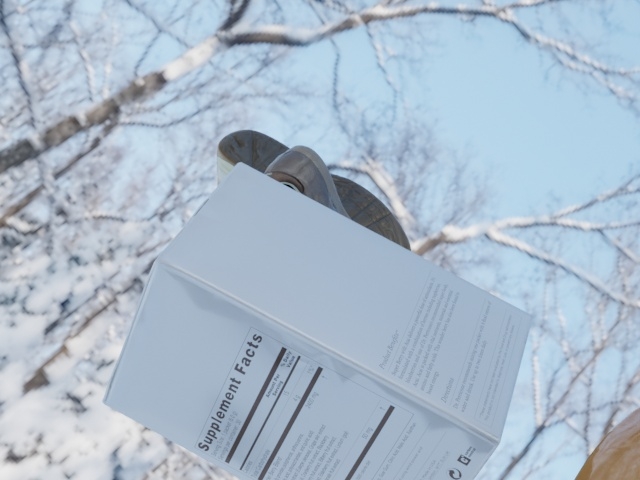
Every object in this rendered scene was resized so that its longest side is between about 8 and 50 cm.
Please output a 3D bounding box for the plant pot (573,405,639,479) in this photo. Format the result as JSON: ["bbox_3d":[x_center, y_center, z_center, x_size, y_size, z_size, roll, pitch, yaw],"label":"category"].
[{"bbox_3d":[0.274,0.200,0.502,0.291,0.291,0.203,50,-18,-3],"label":"plant pot"}]

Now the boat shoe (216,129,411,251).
[{"bbox_3d":[-0.015,-0.029,1.388,0.302,0.109,0.098,34,-44,21],"label":"boat shoe"}]

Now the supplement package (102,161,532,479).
[{"bbox_3d":[0.000,0.101,0.913,0.292,0.177,0.175,28,-54,3],"label":"supplement package"}]

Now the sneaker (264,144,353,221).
[{"bbox_3d":[0.000,0.000,1.082,0.066,0.071,0.188,-17,-72,52],"label":"sneaker"}]
